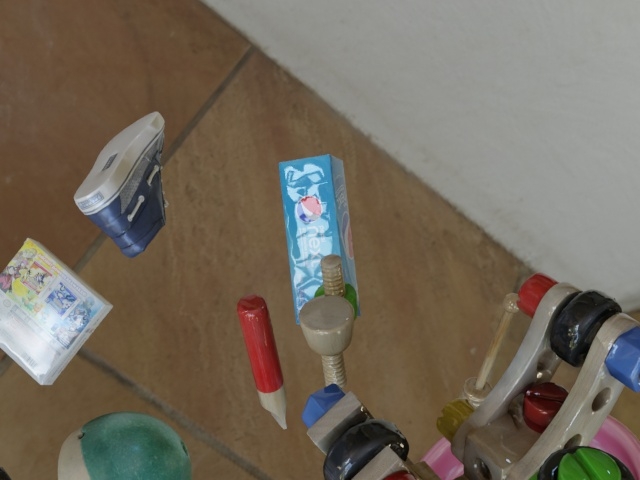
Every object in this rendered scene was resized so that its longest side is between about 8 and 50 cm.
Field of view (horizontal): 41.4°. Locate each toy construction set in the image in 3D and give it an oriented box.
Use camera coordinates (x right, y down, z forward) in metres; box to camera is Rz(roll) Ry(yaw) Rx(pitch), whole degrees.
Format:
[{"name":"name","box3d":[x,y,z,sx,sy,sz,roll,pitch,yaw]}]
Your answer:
[{"name":"toy construction set","box3d":[0.089,0.165,0.645,0.309,0.237,0.257,18,45,29]}]

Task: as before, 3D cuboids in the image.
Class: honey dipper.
[{"name":"honey dipper","box3d":[0.165,0.112,0.814,0.031,0.160,0.030,8,37,-6]}]

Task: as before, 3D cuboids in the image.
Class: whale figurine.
[{"name":"whale figurine","box3d":[-0.198,0.325,1.027,0.141,0.216,0.272,-31,109,-3]}]

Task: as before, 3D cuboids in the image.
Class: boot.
[{"name":"boot","box3d":[-0.200,-0.063,0.928,0.086,0.069,0.190,56,29,-26]}]

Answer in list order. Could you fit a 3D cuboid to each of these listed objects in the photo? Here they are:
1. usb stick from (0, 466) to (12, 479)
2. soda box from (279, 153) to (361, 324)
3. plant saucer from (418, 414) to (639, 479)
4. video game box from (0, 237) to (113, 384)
[{"name":"usb stick","box3d":[-0.360,0.279,0.655,0.278,0.045,0.077,-31,72,-31]},{"name":"soda box","box3d":[0.000,0.000,1.094,0.067,0.071,0.210,5,78,-73]},{"name":"plant saucer","box3d":[0.256,0.348,1.051,0.084,0.332,0.332,59,45,-28]},{"name":"video game box","box3d":[-0.515,0.129,1.558,0.205,0.048,0.187,38,91,14]}]
